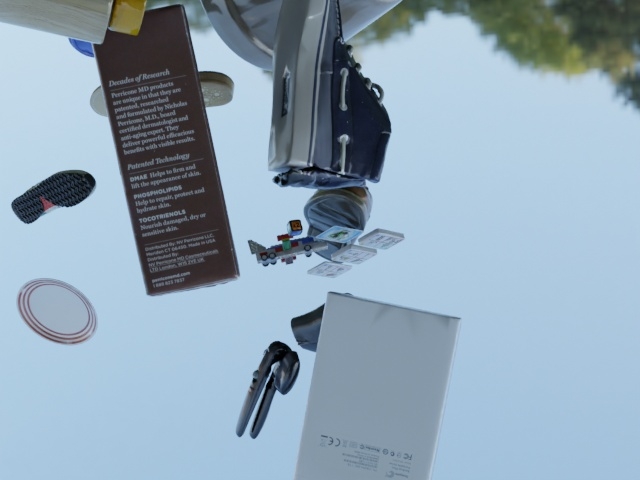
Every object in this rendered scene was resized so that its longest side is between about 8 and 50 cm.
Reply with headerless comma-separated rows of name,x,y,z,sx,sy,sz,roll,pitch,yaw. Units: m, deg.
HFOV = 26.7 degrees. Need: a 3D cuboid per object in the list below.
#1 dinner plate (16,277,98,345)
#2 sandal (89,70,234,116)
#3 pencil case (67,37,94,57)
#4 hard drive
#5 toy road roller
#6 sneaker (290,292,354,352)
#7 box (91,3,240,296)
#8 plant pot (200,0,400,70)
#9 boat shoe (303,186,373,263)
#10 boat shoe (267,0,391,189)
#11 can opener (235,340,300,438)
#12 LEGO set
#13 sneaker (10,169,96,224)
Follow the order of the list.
dinner plate,-0.427,0.114,2.194,0.141,0.141,0.017,0,-145,17
sandal,-0.246,-0.193,2.005,0.240,0.088,0.079,-7,-125,19
pencil case,-0.379,-0.447,2.238,0.133,0.119,0.306,4,-124,-34
hard drive,0.085,0.255,2.074,0.210,0.318,0.040,11,-177,13
toy road roller,-0.280,-0.418,1.556,0.202,0.240,0.329,11,-118,-13
sneaker,0.052,0.180,2.269,0.118,0.222,0.083,-20,-147,31
box,-0.217,-0.129,1.875,0.143,0.381,0.191,-10,-171,-5
plant pot,0.004,-0.453,2.172,0.323,0.323,0.280,-32,-163,-37
boat shoe,0.036,-0.060,2.359,0.111,0.307,0.104,28,-109,0
boat shoe,0.021,-0.232,1.950,0.158,0.340,0.127,9,172,-23
can opener,-0.091,0.240,2.141,0.059,0.186,0.073,21,-155,-19
LEGO set,0.000,0.000,2.328,0.182,0.060,0.244,-30,154,36
sneaker,-0.388,-0.079,2.009,0.161,0.057,0.075,-22,-161,34
